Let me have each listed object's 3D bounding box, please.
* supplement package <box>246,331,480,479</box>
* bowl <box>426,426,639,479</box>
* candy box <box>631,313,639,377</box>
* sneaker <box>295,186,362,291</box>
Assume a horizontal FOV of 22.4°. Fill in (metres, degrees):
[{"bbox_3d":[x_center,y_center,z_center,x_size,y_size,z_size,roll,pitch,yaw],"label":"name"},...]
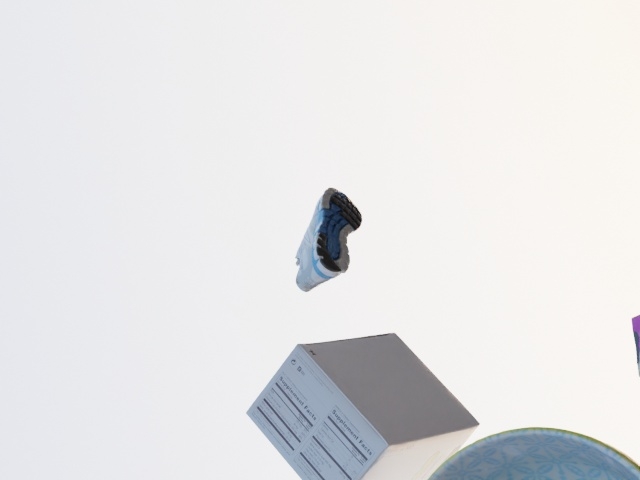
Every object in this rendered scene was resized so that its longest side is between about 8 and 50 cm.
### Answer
[{"bbox_3d":[0.065,0.259,2.341,0.204,0.145,0.262,47,-154,25],"label":"supplement package"},{"bbox_3d":[0.227,0.318,1.501,0.289,0.289,0.156,62,-160,18],"label":"bowl"},{"bbox_3d":[0.440,0.117,1.599,0.233,0.159,0.071,28,-132,-39],"label":"candy box"},{"bbox_3d":[0.000,0.000,2.182,0.071,0.083,0.190,39,-147,-13],"label":"sneaker"}]
